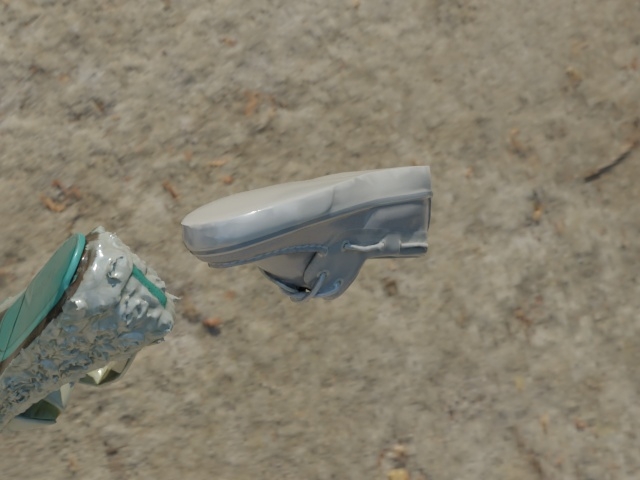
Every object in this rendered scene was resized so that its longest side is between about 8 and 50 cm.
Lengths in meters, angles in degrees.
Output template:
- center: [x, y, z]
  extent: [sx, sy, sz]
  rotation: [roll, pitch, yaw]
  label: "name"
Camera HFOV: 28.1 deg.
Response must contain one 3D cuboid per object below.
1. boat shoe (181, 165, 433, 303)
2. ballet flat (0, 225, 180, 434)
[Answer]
- center: [0.000, 0.000, 0.656]
  extent: [0.184, 0.066, 0.063]
  rotation: [-16, 100, -59]
  label: "boat shoe"
- center: [-0.278, 0.124, 1.249]
  extent: [0.147, 0.409, 0.147]
  rotation: [21, 55, -33]
  label: "ballet flat"
